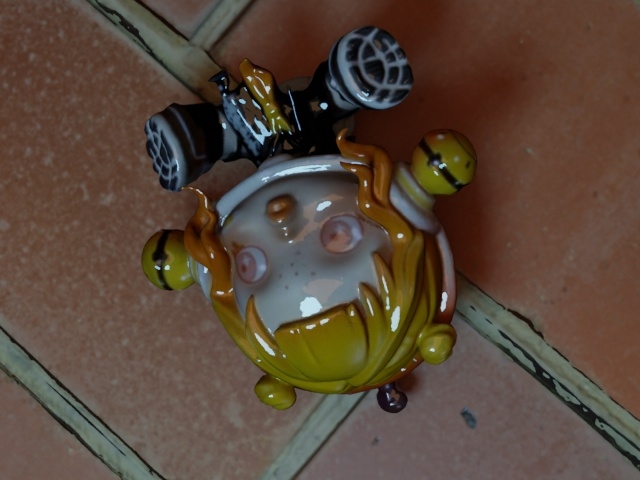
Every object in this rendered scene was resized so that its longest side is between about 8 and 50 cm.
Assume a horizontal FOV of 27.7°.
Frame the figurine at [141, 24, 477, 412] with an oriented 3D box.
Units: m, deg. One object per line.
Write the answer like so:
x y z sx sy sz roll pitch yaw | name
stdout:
0.001 -0.001 1.156 0.320 0.196 0.323 -18 78 19 | figurine
